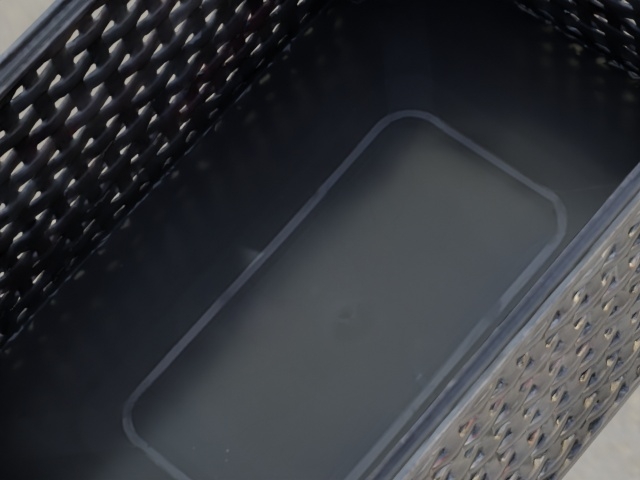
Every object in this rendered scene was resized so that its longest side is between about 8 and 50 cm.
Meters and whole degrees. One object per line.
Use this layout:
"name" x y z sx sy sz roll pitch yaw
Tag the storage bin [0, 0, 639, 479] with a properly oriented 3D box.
"storage bin" 0.000 0.000 0.407 0.180 0.122 0.084 -47 155 -16
